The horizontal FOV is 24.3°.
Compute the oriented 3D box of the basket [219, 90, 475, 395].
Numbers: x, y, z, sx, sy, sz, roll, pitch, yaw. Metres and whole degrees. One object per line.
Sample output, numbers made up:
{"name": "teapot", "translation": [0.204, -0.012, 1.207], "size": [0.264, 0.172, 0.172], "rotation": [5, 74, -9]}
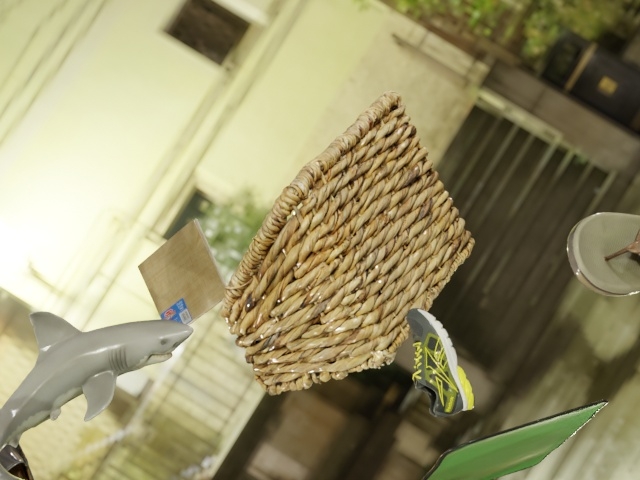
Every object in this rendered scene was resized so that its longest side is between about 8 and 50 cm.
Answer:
{"name": "basket", "translation": [0.000, 0.000, 1.653], "size": [0.214, 0.223, 0.299], "rotation": [-18, 18, 34]}

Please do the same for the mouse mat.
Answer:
{"name": "mouse mat", "translation": [0.156, 0.188, 1.301], "size": [0.153, 0.007, 0.189], "rotation": [-14, -22, -19]}

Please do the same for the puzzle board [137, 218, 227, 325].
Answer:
{"name": "puzzle board", "translation": [-0.156, 0.044, 1.704], "size": [0.011, 0.096, 0.128], "rotation": [-15, -16, -44]}

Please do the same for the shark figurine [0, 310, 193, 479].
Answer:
{"name": "shark figurine", "translation": [-0.287, 0.138, 1.547], "size": [0.278, 0.116, 0.166], "rotation": [-36, 22, -32]}

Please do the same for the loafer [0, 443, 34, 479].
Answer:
{"name": "loafer", "translation": [-0.366, 0.261, 1.742], "size": [0.062, 0.170, 0.061], "rotation": [-28, 8, -41]}

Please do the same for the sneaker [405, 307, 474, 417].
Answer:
{"name": "sneaker", "translation": [0.079, 0.088, 1.063], "size": [0.035, 0.083, 0.031], "rotation": [-25, -9, -15]}

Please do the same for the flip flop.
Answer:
{"name": "flip flop", "translation": [0.435, 0.011, 1.857], "size": [0.080, 0.277, 0.112], "rotation": [127, 144, -60]}
